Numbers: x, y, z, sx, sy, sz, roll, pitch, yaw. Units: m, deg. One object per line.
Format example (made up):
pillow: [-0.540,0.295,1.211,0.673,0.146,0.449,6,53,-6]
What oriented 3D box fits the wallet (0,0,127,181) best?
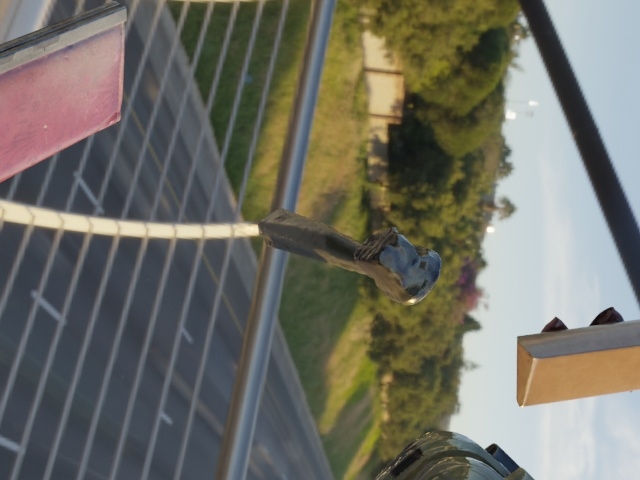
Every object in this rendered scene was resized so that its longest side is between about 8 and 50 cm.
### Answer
wallet: [-0.242,-0.102,0.638,0.232,0.025,0.119,-42,155,-44]

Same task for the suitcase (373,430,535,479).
suitcase: [0.111,0.368,0.615,0.339,0.351,0.194,-45,177,-1]

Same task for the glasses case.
glasses case: [0.294,0.128,0.871,0.070,0.193,0.103,-109,-164,-52]

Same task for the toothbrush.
toothbrush: [0.000,0.000,0.487,0.030,0.030,0.297,-52,-165,-6]
